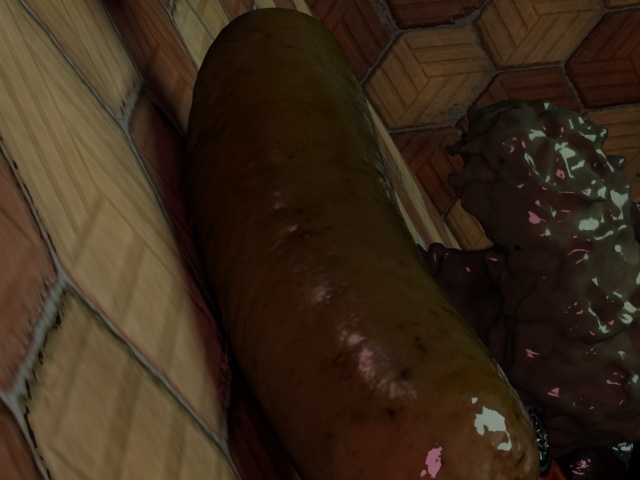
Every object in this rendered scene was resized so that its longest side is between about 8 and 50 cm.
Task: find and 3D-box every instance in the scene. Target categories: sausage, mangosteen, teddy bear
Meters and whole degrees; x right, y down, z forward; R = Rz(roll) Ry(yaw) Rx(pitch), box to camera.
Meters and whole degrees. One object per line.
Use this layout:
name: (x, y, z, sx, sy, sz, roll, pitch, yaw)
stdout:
sausage: (-0.003, 0.001, 0.991, 0.501, 0.136, 0.123, -112, -171, -52)
mangosteen: (0.249, 0.224, 1.818, 0.230, 0.194, 0.194, 24, 24, -24)
teddy bear: (0.170, 0.053, 1.254, 0.367, 0.357, 0.224, -17, -111, 57)

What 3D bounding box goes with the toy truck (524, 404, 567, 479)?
toy truck: (0.126, 0.216, 1.135, 0.252, 0.107, 0.114, 56, 32, -35)
